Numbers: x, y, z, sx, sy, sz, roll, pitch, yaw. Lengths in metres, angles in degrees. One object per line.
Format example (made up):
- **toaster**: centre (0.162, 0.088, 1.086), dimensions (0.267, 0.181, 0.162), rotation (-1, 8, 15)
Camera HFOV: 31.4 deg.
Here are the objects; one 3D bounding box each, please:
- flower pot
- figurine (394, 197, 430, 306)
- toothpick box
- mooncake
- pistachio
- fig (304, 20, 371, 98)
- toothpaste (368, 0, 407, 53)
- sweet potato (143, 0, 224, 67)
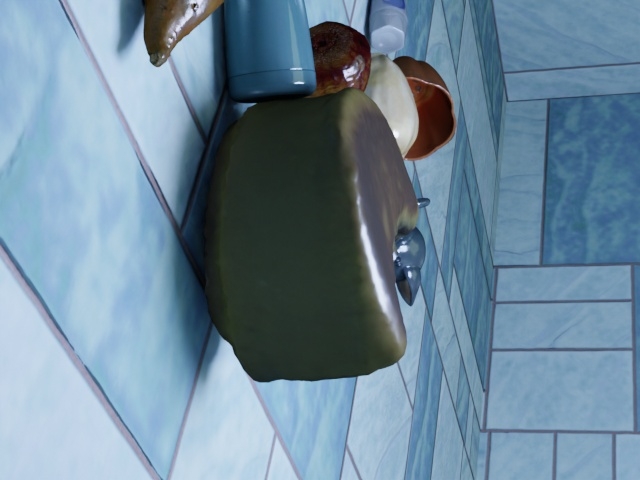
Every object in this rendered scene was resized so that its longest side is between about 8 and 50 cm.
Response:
- **flower pot**: centre (0.178, -0.286, 2.321), dimensions (0.173, 0.191, 0.190), rotation (-89, 168, -54)
- **figurine**: centre (0.147, -0.029, 2.237), dimensions (0.193, 0.140, 0.265), rotation (-100, -161, -47)
- **toothpick box**: centre (-0.072, -0.282, 1.537), dimensions (0.120, 0.120, 0.184), rotation (-8, 93, -74)
- **mooncake**: centre (0.000, 0.000, 1.519), dimensions (0.394, 0.246, 0.393), rotation (39, 46, -69)
- **pistachio**: centre (0.101, -0.233, 2.105), dimensions (0.157, 0.157, 0.229), rotation (57, 29, -60)
- **fig**: centre (0.020, -0.246, 1.853), dimensions (0.201, 0.134, 0.146), rotation (84, 24, -44)
- **toothpaste**: centre (0.143, -0.542, 2.418), dimensions (0.125, 0.080, 0.371), rotation (66, 19, -45)
- **sweet potato**: centre (-0.141, -0.333, 1.331), dimensions (0.112, 0.112, 0.359), rotation (69, 28, -48)
